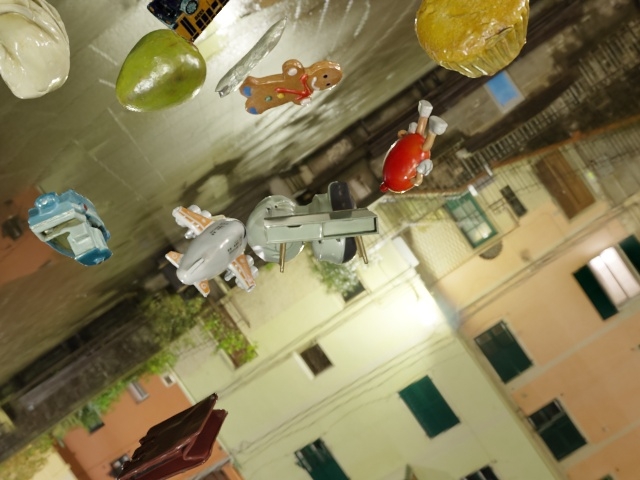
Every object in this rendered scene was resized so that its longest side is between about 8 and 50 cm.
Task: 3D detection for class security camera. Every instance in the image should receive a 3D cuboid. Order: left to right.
[{"bbox_3d":[-0.053,-0.030,1.519,0.277,0.197,0.191,-2,144,-11],"label":"security camera"}]

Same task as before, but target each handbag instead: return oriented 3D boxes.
[{"bbox_3d":[-0.401,0.554,1.622,0.275,0.084,0.260,-30,-169,9],"label":"handbag"}]

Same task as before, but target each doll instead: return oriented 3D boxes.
[{"bbox_3d":[0.200,-0.184,1.285,0.217,0.085,0.183,-62,-158,27],"label":"doll"}]

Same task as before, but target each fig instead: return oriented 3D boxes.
[{"bbox_3d":[-0.553,-0.566,2.027,0.326,0.258,0.258,-38,-178,1],"label":"fig"}]

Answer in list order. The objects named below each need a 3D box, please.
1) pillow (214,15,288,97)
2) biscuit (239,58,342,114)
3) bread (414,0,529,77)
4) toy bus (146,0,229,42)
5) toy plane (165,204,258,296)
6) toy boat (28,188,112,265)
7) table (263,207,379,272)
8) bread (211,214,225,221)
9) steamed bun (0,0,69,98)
[{"bbox_3d":[-0.173,-0.465,1.504,0.229,0.050,0.148,-30,-149,41],"label":"pillow"},{"bbox_3d":[-0.088,-0.472,1.809,0.324,0.049,0.205,-15,157,1],"label":"biscuit"},{"bbox_3d":[0.312,-0.454,1.207,0.240,0.240,0.139,-34,149,23],"label":"bread"},{"bbox_3d":[-0.270,-0.537,1.287,0.201,0.098,0.114,-49,161,1],"label":"toy bus"},{"bbox_3d":[-0.234,0.021,1.298,0.117,0.245,0.244,-41,178,37],"label":"toy plane"},{"bbox_3d":[-0.390,0.000,0.947,0.088,0.102,0.215,-26,168,-10],"label":"toy boat"},{"bbox_3d":[0.000,0.000,1.290,0.240,0.111,0.121,-5,-169,-5],"label":"table"},{"bbox_3d":[-0.368,-0.061,2.038,0.083,0.035,0.070,-14,162,-6],"label":"bread"},{"bbox_3d":[-0.731,-0.511,1.451,0.203,0.289,0.276,-33,141,-16],"label":"steamed bun"}]
